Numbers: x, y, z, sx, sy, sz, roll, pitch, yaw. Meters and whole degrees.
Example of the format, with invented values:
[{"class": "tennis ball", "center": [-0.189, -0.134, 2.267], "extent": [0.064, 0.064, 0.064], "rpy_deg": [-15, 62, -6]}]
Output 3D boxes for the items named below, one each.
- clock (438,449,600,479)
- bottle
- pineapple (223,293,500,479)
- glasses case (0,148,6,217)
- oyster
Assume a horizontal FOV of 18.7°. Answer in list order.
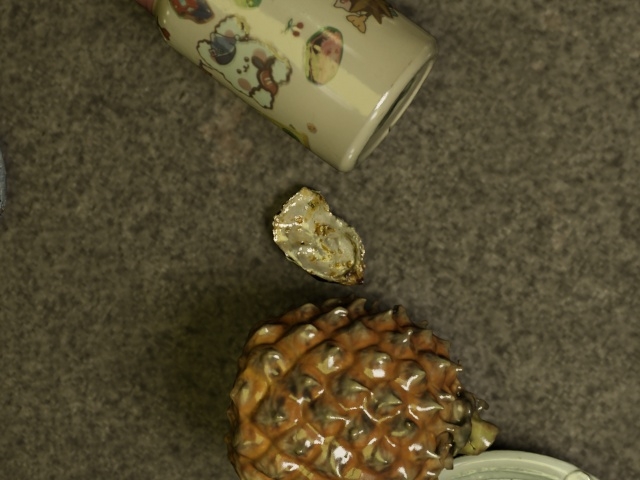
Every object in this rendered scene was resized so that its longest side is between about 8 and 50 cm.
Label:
[{"class": "clock", "center": [0.144, 0.264, 1.431], "extent": [0.236, 0.053, 0.236], "rpy_deg": [2, 99, 15]}, {"class": "bottle", "center": [-0.048, -0.164, 1.368], "extent": [0.253, 0.120, 0.120], "rpy_deg": [35, 106, 5]}, {"class": "pineapple", "center": [0.032, 0.120, 1.381], "extent": [0.193, 0.166, 0.166], "rpy_deg": [11, 102, 4]}, {"class": "glasses case", "center": [-0.378, -0.051, 1.495], "extent": [0.282, 0.067, 0.109], "rpy_deg": [2, 103, 12]}, {"class": "oyster", "center": [0.003, 0.002, 1.437], "extent": [0.083, 0.019, 0.054], "rpy_deg": [46, 105, 5]}]
